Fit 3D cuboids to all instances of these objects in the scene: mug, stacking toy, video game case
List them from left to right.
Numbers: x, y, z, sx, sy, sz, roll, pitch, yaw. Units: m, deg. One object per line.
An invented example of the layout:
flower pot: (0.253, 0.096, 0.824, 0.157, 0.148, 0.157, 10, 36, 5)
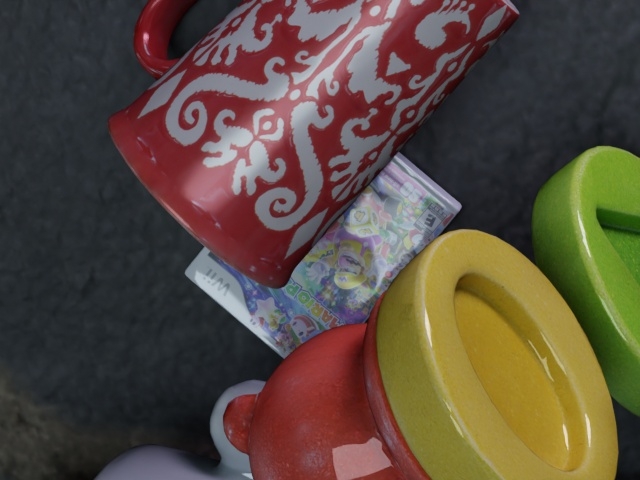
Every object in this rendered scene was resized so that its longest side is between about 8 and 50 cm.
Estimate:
mug: (-0.012, -0.089, 0.901, 0.169, 0.113, 0.150, -45, 84, 11)
video game case: (0.000, 0.000, 0.980, 0.087, 0.011, 0.122, 40, 111, 1)
stacking toy: (0.115, 0.120, 0.857, 0.130, 0.279, 0.309, -30, 99, 32)

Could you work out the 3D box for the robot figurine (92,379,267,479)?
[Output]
robot figurine: (-0.014, 0.219, 0.944, 0.353, 0.200, 0.300, 13, 103, 11)
